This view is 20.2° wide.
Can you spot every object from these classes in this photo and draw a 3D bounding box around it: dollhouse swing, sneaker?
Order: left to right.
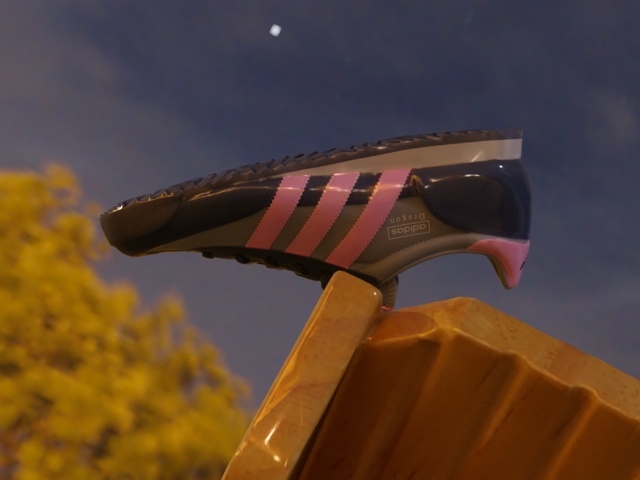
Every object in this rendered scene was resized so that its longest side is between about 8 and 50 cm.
[{"bbox_3d":[0.000,0.000,1.316,0.319,0.131,0.112,-9,5,5],"label":"sneaker"},{"bbox_3d":[0.070,0.266,0.874,0.347,0.305,0.315,27,-42,6],"label":"dollhouse swing"}]
